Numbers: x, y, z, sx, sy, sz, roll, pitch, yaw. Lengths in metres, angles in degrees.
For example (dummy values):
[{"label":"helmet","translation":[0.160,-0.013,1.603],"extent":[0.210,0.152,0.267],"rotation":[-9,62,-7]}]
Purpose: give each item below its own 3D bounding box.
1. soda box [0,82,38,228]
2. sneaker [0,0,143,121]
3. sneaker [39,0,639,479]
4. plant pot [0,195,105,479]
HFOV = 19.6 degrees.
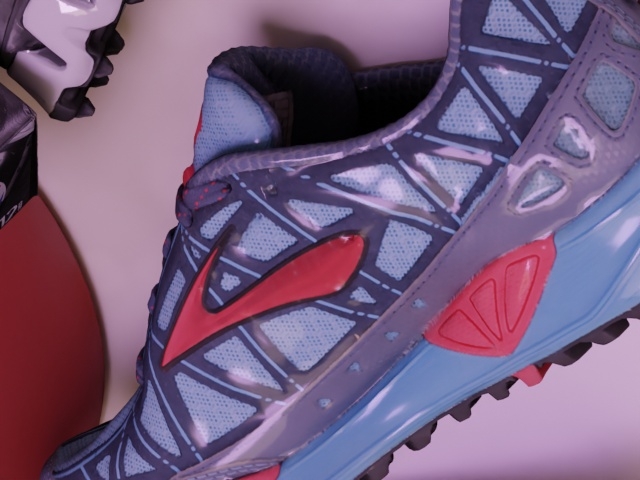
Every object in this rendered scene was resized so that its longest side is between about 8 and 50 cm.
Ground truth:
[{"label":"soda box","translation":[-0.159,-0.056,0.514],"extent":[0.169,0.060,0.053],"rotation":[38,154,9]},{"label":"sneaker","translation":[-0.065,-0.136,0.463],"extent":[0.106,0.078,0.234],"rotation":[25,129,-9]},{"label":"sneaker","translation":[0.000,0.000,0.554],"extent":[0.262,0.104,0.125],"rotation":[-36,98,25]},{"label":"plant pot","translation":[-0.230,0.092,0.566],"extent":[0.275,0.243,0.275],"rotation":[7,128,9]}]
